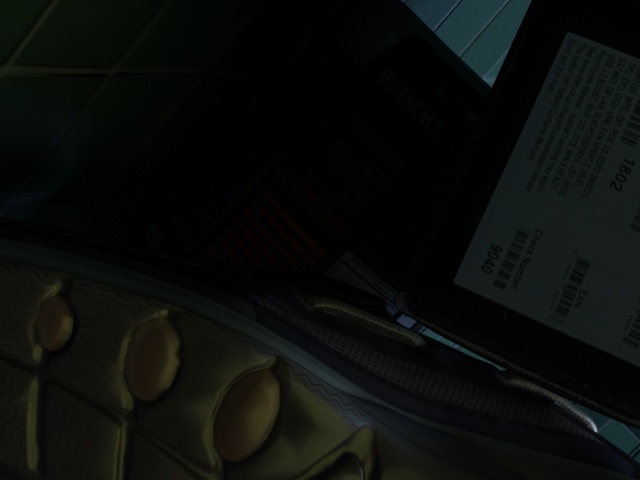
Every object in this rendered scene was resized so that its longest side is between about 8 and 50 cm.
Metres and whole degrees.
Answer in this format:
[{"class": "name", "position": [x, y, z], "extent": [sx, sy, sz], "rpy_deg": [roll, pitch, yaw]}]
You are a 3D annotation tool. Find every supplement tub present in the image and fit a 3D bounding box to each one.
[{"class": "supplement tub", "position": [0.000, 0.000, 0.700], "extent": [0.190, 0.117, 0.117], "rpy_deg": [-45, 165, 10]}]

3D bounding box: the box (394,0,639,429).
[{"class": "box", "position": [0.175, -0.121, 0.617], "extent": [0.395, 0.097, 0.318], "rpy_deg": [-66, 165, -1]}]

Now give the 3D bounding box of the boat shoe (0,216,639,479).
[{"class": "boat shoe", "position": [-0.019, 0.078, 0.594], "extent": [0.132, 0.355, 0.130], "rpy_deg": [-58, -157, 14]}]
